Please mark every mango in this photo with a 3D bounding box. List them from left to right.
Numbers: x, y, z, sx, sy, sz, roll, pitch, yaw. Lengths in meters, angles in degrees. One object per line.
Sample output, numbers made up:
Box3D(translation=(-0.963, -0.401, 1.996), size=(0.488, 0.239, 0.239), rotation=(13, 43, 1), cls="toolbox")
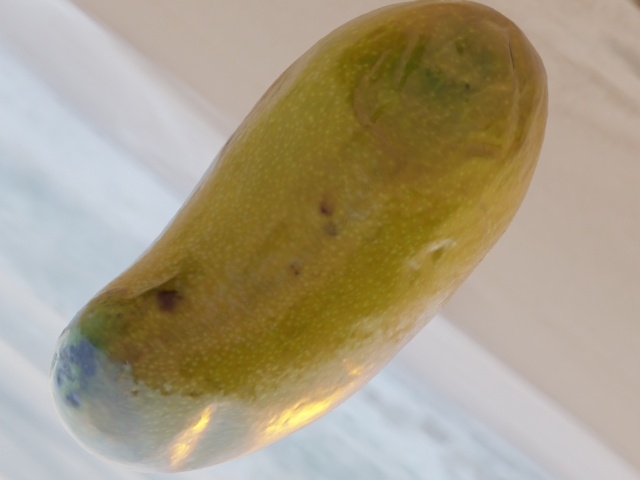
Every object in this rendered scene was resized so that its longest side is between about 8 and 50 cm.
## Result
Box3D(translation=(0.000, 0.000, 0.541), size=(0.075, 0.190, 0.098), rotation=(26, 143, 27), cls="mango")
